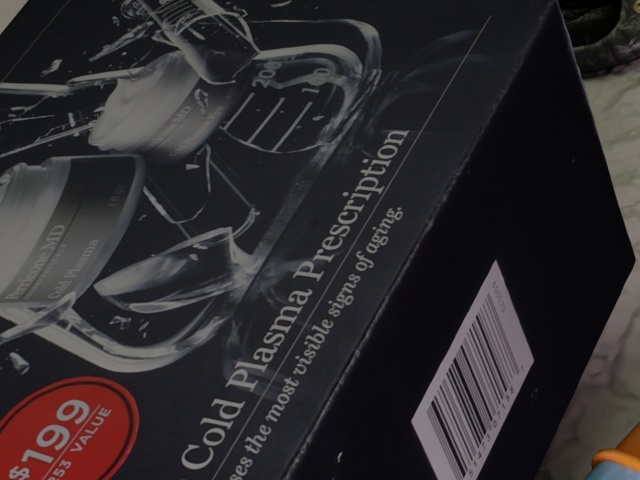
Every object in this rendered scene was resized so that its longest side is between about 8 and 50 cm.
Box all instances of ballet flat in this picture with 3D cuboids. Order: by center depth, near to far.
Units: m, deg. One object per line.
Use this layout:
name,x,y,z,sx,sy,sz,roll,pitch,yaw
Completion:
ballet flat,0.140,-0.135,1.090,0.173,0.049,0.057,-2,52,22

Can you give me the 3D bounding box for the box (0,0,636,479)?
box,-0.067,0.053,0.834,0.312,0.179,0.343,5,48,32

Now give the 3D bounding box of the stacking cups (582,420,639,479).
stacking cups,0.134,0.145,0.827,0.096,0.096,0.316,27,66,38
